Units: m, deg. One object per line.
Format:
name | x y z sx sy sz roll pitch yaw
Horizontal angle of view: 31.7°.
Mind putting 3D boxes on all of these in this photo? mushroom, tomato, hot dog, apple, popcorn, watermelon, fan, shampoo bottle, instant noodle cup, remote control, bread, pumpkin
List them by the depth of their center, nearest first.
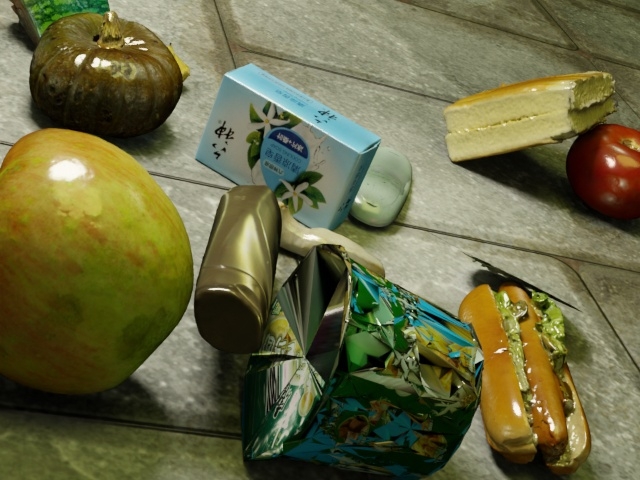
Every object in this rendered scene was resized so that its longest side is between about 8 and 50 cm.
apple | -0.243 0.027 1.110 0.226 0.246 0.246 34 27 -13
instant noodle cup | 0.046 0.139 1.168 0.178 0.240 0.240 23 28 -22
shampoo bottle | -0.090 0.029 1.263 0.084 0.126 0.350 0 16 0
hot dog | 0.250 0.148 1.400 0.135 0.100 0.337 16 30 -12
mushroom | 0.000 0.002 1.516 0.202 0.054 0.059 24 28 -8
fan | 0.226 0.033 1.547 0.329 0.009 0.190 26 2 -31
pumpkin | -0.299 -0.245 1.591 0.219 0.162 0.219 14 30 -8
remote control | 0.092 -0.090 1.734 0.097 0.045 0.256 25 27 -2
popcorn | -0.253 -0.266 1.769 0.084 0.084 0.084 18 30 -11
watermelon | -0.378 -0.345 1.770 0.231 0.128 0.146 -16 66 -52
bread | 0.373 -0.224 1.963 0.246 0.111 0.239 -7 11 35
tomato | 0.524 -0.118 1.995 0.195 0.136 0.195 16 33 -11

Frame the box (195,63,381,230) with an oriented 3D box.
box | -0.048 -0.130 1.598 0.232 0.143 0.083 31 31 12
